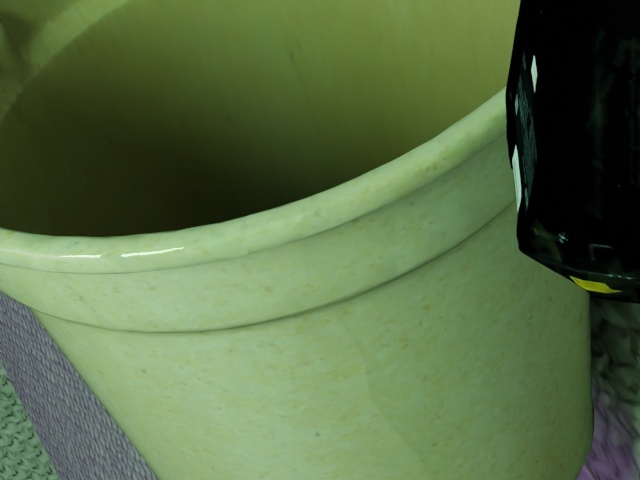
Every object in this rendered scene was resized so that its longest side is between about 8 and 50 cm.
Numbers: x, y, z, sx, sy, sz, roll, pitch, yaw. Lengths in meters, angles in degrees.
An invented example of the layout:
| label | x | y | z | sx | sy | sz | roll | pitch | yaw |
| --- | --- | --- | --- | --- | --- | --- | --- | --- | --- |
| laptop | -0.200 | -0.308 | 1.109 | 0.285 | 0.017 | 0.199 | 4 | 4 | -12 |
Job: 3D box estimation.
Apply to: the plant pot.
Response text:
| label | x | y | z | sx | sy | sz | roll | pitch | yaw |
| --- | --- | --- | --- | --- | --- | --- | --- | --- | --- |
| plant pot | 0.000 | 0.000 | 0.802 | 0.334 | 0.334 | 0.305 | 45 | 161 | 47 |

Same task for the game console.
| label | x | y | z | sx | sy | sz | roll | pitch | yaw |
| --- | --- | --- | --- | --- | --- | --- | --- | --- | --- |
| game console | 0.089 | -0.161 | 0.528 | 0.361 | 0.044 | 0.213 | -87 | 2 | -55 |
